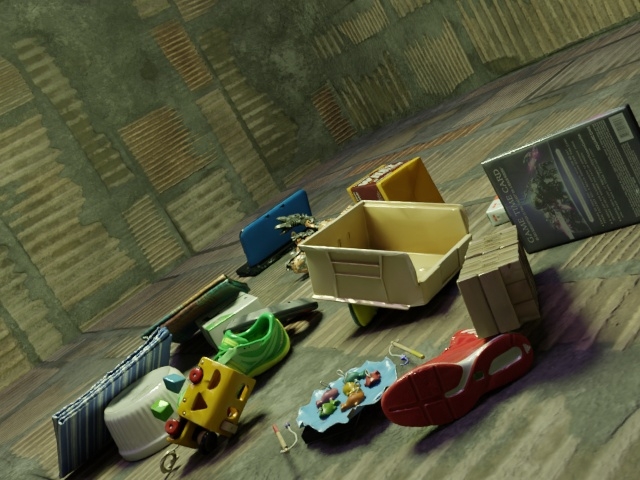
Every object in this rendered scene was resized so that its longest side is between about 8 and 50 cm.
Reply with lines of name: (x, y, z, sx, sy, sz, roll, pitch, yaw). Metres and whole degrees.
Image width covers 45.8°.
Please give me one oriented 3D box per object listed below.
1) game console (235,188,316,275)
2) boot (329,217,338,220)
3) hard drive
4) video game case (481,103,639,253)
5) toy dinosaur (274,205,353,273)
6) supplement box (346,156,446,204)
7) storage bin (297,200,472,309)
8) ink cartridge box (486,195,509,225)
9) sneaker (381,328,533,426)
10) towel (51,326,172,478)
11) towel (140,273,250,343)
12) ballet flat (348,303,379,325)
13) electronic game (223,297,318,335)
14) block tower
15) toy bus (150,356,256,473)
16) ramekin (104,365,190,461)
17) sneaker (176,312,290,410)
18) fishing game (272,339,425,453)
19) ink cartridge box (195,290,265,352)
game console: (-0.174, -0.025, 2.604, 0.293, 0.173, 0.250, -36, 13, -25)
boot: (0.052, -0.048, 2.463, 0.118, 0.042, 0.087, -29, 14, 8)
hard drive: (0.028, 0.270, 1.231, 0.094, 0.022, 0.135, -26, 13, 23)
video game case: (0.440, -0.097, 1.314, 0.274, 0.196, 0.026, -20, 14, 42)
toy dinosaur: (0.000, 0.000, 2.251, 0.218, 0.164, 0.322, 2, 13, 43)
supplement box: (0.198, -0.087, 1.887, 0.129, 0.191, 0.194, -34, 11, -19)
storage bin: (0.141, 0.022, 1.534, 0.260, 0.123, 0.262, 4, 23, 33)
ink cartridge box: (0.465, -0.103, 1.662, 0.179, 0.045, 0.145, -25, 13, 37)
sneaker: (0.184, 0.192, 1.079, 0.221, 0.087, 0.128, -19, 2, -5)
towel: (-0.463, 0.360, 1.706, 0.336, 0.040, 0.243, -41, -24, -41)
towel: (-0.328, 0.194, 2.062, 0.271, 0.040, 0.370, -37, -7, -2)
ballet flat: (0.099, 0.111, 1.596, 0.077, 0.077, 0.231, -27, 10, 8)
electronic game: (-0.115, 0.182, 1.757, 0.229, 0.048, 0.229, -17, -8, -2)
block tower: (0.280, 0.056, 1.181, 0.091, 0.097, 0.335, -19, 6, 17)
toy bus: (-0.198, 0.318, 1.378, 0.104, 0.202, 0.191, 16, 31, 32)
ramekin: (-0.359, 0.360, 1.610, 0.207, 0.109, 0.207, -30, 12, 7)
sneaker: (-0.191, 0.253, 1.568, 0.109, 0.123, 0.295, 12, 40, 42)
fishing game: (0.037, 0.237, 1.196, 0.264, 0.041, 0.189, -32, 9, -7)
ink cartridge box: (-0.226, 0.211, 1.950, 0.153, 0.087, 0.208, -34, 11, -16)
